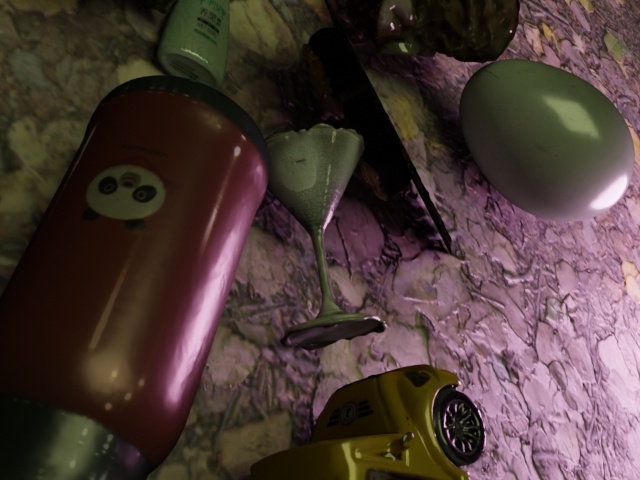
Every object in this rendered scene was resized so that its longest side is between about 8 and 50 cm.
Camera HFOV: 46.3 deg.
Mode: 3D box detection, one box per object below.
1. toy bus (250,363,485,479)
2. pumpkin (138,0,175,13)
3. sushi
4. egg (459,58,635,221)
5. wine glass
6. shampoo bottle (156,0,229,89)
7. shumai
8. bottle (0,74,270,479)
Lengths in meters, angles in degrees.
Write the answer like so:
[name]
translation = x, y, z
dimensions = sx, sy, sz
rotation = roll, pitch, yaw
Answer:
[toy bus]
translation = 0.031, 0.248, 0.535
dimensions = 0.151, 0.145, 0.331
rotation = 22, 54, -33
[pumpkin]
translation = -0.169, -0.317, 0.642
dimensions = 0.248, 0.248, 0.248
rotation = 23, 52, -34
[sushi]
translation = 0.053, -0.106, 0.793
dimensions = 0.290, 0.050, 0.264
rotation = 63, 7, 7
[egg]
translation = 0.297, -0.134, 0.995
dimensions = 0.264, 0.183, 0.183
rotation = 35, 46, -16
[wine glass]
translation = 0.000, 0.000, 0.679
dimensions = 0.122, 0.122, 0.183
rotation = 6, 66, -42
[shampoo bottle]
translation = -0.116, -0.236, 0.754
dimensions = 0.069, 0.041, 0.191
rotation = 25, 51, -26
[shumai]
translation = 0.122, -0.325, 0.936
dimensions = 0.218, 0.189, 0.256
rotation = -26, 109, -7
[bottle]
translation = -0.139, 0.048, 0.491
dimensions = 0.144, 0.144, 0.336
rotation = 36, 48, -25
